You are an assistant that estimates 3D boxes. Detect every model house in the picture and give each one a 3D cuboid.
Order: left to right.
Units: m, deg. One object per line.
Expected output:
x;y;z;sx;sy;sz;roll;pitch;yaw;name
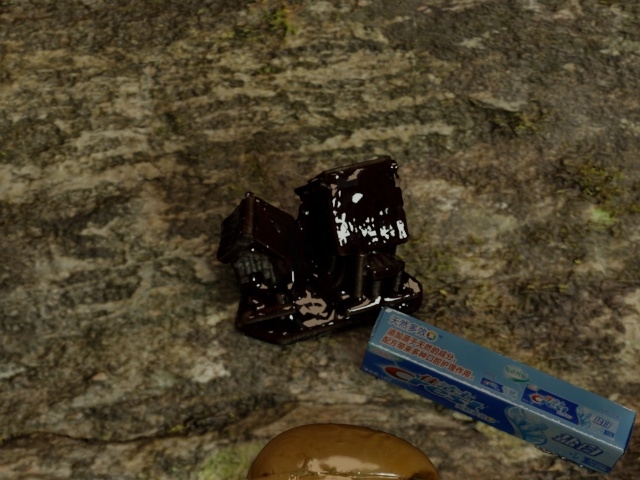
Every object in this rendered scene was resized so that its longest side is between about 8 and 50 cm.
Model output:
-0.002;0.009;1.271;0.203;0.164;0.141;-19;58;-15;model house

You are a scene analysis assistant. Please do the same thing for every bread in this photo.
0.024;0.228;1.196;0.189;0.077;0.114;2;55;-2;bread

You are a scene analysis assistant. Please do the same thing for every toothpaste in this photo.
0.175;0.151;1.260;0.272;0.066;0.053;23;61;8;toothpaste
